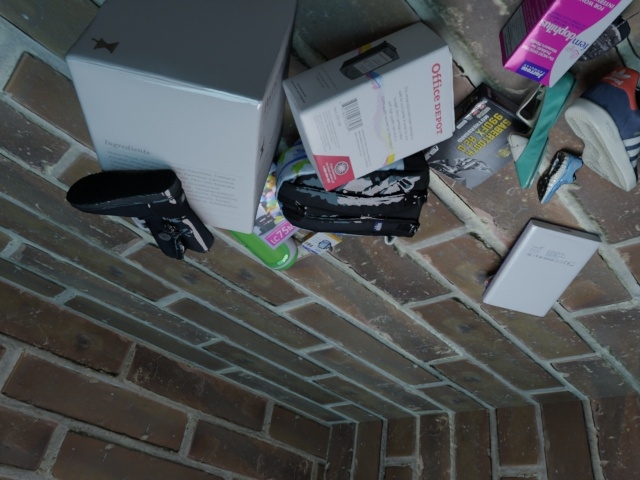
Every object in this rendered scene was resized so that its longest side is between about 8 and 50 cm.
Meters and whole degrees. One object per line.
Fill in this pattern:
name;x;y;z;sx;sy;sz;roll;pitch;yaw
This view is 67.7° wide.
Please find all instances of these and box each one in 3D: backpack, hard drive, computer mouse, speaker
backpack;0.061;-0.137;1.206;0.355;0.273;0.290;-12;146;-4
hard drive;0.657;0.091;1.443;0.210;0.040;0.319;14;128;-4
computer mouse;0.535;-0.392;0.826;0.071;0.041;0.242;42;157;-10
speaker;-0.192;-0.025;1.508;0.131;0.131;0.296;-12;139;29

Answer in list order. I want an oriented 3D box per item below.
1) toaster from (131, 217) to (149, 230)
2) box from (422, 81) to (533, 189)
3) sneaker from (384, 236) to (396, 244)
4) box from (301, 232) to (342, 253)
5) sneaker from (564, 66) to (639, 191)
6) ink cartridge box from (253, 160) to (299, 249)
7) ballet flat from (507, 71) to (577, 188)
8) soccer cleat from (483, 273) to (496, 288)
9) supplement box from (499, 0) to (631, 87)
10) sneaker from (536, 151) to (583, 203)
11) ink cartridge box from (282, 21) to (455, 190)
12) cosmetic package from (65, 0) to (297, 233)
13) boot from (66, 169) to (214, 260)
toaster;-0.474;-0.114;1.439;0.227;0.146;0.129;3;143;12
box;0.368;-0.234;1.124;0.183;0.056;0.231;25;143;-19
sneaker;0.227;-0.055;1.393;0.071;0.083;0.191;12;144;1
box;0.000;0.000;1.578;0.081;0.028;0.136;30;143;-25
sneaker;0.645;-0.229;1.014;0.148;0.131;0.350;-49;140;11
ink cartridge box;-0.166;-0.128;1.329;0.186;0.065;0.311;-39;122;9
ballet flat;0.446;-0.236;1.006;0.087;0.083;0.247;20;105;8
soccer cleat;0.628;0.117;1.552;0.196;0.068;0.076;-17;177;17
supplement box;0.426;-0.399;0.831;0.111;0.114;0.220;17;146;-10
sneaker;0.594;-0.146;1.184;0.073;0.063;0.162;7;145;-1
ink cartridge box;0.104;-0.267;0.979;0.306;0.131;0.226;-25;141;-3
cosmetic package;-0.253;-0.276;0.994;0.327;0.329;0.394;13;146;-2
boot;-0.363;-0.041;0.985;0.246;0.094;0.207;-3;139;10
